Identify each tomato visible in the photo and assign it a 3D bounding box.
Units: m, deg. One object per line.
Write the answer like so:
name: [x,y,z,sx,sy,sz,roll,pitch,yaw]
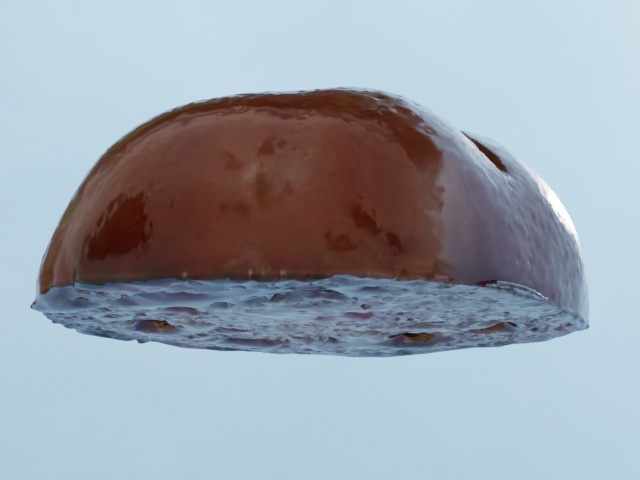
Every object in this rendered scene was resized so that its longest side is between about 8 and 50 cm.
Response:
tomato: [-0.002,-0.003,0.678,0.225,0.225,0.085,-10,-106,34]
